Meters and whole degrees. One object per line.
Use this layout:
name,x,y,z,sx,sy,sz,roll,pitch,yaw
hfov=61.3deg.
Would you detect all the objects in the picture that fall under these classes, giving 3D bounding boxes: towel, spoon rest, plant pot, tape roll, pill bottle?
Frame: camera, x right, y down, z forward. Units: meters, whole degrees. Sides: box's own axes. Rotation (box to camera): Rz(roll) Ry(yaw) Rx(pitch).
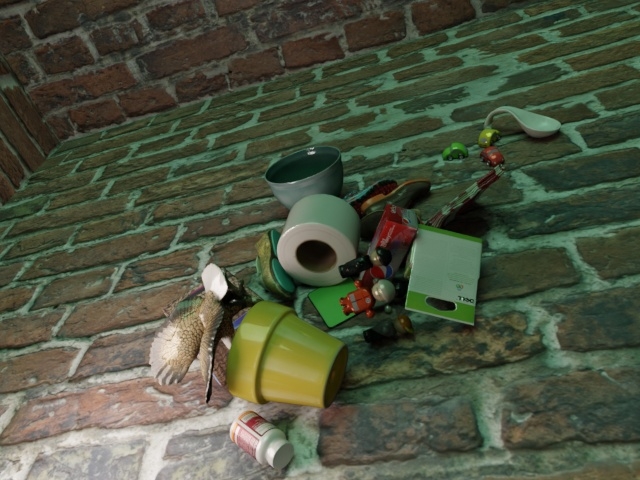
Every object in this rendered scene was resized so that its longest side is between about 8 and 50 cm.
towel,0.409,-0.088,1.649,0.329,0.237,0.037,-36,78,-21
spoon rest,0.754,-0.447,2.018,0.276,0.084,0.137,19,41,34
plant pot,-0.070,0.301,1.342,0.239,0.254,0.254,15,46,19
tape roll,0.000,0.000,1.685,0.246,0.246,0.169,-9,34,16
pill bottle,-0.137,0.469,1.267,0.152,0.086,0.086,18,51,43
plant pot,-0.039,-0.201,2.015,0.293,0.196,0.293,-15,29,9

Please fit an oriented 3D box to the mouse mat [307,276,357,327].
mouse mat,0.056,0.179,1.628,0.153,0.007,0.189,-27,36,-9

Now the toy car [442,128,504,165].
toy car,0.569,-0.349,2.032,0.225,0.053,0.239,-6,37,20

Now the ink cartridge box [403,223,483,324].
ink cartridge box,0.323,0.103,1.461,0.189,0.097,0.255,14,63,1

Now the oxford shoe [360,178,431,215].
oxford shoe,0.279,-0.129,1.878,0.272,0.097,0.098,-26,63,-11

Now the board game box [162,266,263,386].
board game box,-0.291,0.244,1.602,0.232,0.141,0.291,-37,37,-21

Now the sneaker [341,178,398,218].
sneaker,0.154,-0.161,1.952,0.262,0.104,0.125,-28,33,-10

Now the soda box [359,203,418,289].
soda box,0.188,0.028,1.535,0.092,0.263,0.083,16,39,-4

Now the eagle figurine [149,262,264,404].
eagle figurine,-0.279,0.232,1.352,0.225,0.226,0.298,39,58,5

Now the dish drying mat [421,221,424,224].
dish drying mat,0.304,-0.042,1.795,0.083,0.008,0.032,-34,36,-17

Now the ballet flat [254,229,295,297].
ballet flat,-0.161,0.095,1.778,0.123,0.123,0.348,-20,35,2

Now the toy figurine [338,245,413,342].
toy figurine,0.155,0.146,1.442,0.148,0.209,0.213,-24,32,17

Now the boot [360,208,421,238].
boot,0.191,-0.023,1.703,0.249,0.090,0.207,-15,21,33
